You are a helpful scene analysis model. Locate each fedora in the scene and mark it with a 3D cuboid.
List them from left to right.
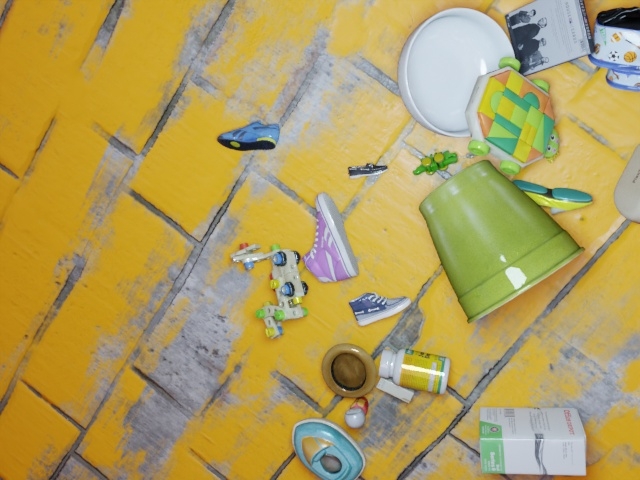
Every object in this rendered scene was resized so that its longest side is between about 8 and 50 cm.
[{"bbox_3d":[0.097,0.407,2.091,0.194,0.079,0.194,4,108,12],"label":"fedora"}]

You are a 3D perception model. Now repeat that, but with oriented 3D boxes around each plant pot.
[{"bbox_3d":[0.462,-0.018,1.795,0.366,0.366,0.353,-36,79,18],"label":"plant pot"}]

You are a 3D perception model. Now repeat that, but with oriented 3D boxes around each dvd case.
[{"bbox_3d":[0.598,-0.547,1.714,0.029,0.238,0.179,-19,98,-28],"label":"dvd case"}]

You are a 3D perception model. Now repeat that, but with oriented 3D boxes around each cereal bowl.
[{"bbox_3d":[0.356,-0.455,1.789,0.339,0.141,0.339,-4,102,-17],"label":"cereal bowl"}]

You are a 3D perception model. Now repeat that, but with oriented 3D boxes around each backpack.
[{"bbox_3d":[0.819,-0.492,1.649,0.263,0.276,0.213,16,118,14],"label":"backpack"}]

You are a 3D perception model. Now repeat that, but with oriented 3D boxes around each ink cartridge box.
[{"bbox_3d":[0.620,0.588,1.923,0.289,0.211,0.121,-4,99,15],"label":"ink cartridge box"}]

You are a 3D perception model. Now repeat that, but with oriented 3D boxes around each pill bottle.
[{"bbox_3d":[0.291,0.400,2.020,0.208,0.117,0.118,10,103,13],"label":"pill bottle"}]

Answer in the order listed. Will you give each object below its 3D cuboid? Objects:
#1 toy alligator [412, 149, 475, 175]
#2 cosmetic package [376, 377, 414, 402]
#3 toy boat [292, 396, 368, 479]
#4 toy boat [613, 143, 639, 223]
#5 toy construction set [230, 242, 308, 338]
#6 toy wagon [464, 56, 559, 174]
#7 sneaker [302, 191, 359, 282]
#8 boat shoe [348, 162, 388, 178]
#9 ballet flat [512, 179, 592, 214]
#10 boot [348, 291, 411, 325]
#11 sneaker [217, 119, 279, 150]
[{"bbox_3d":[0.359,-0.240,1.912,0.189,0.056,0.051,-18,56,17],"label":"toy alligator"},{"bbox_3d":[0.241,0.466,2.076,0.115,0.060,0.041,25,107,10],"label":"cosmetic package"},{"bbox_3d":[0.050,0.644,2.114,0.267,0.148,0.318,35,108,6],"label":"toy boat"},{"bbox_3d":[0.908,-0.151,1.757,0.151,0.151,0.231,17,107,-19],"label":"toy boat"},{"bbox_3d":[-0.149,0.141,2.076,0.215,0.151,0.328,-29,85,45],"label":"toy construction set"},{"bbox_3d":[0.538,-0.314,1.746,0.344,0.068,0.267,25,82,-25],"label":"toy wagon"},{"bbox_3d":[0.000,0.000,2.026,0.161,0.102,0.282,-16,97,20],"label":"sneaker"},{"bbox_3d":[0.143,-0.216,1.974,0.125,0.046,0.038,-7,104,24],"label":"boat shoe"},{"bbox_3d":[0.648,-0.116,1.856,0.231,0.077,0.077,13,125,14],"label":"ballet flat"},{"bbox_3d":[0.182,0.196,2.031,0.190,0.069,0.086,-25,97,19],"label":"boot"},{"bbox_3d":[-0.223,-0.331,2.042,0.209,0.069,0.082,2,69,23],"label":"sneaker"}]
